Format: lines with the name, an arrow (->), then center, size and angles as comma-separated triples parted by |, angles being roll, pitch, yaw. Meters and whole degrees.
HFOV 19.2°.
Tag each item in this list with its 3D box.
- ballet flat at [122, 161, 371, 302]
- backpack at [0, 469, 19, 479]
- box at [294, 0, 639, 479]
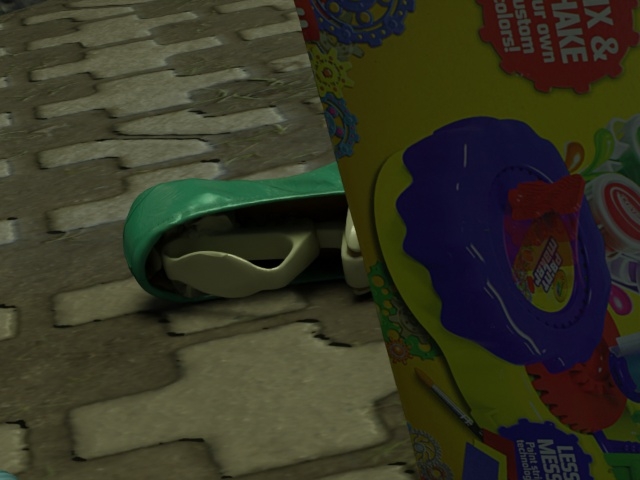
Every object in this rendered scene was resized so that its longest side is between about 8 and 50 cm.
ballet flat -> 0.000, 0.000, 1.131 | 0.247, 0.083, 0.087 | -7, 40, 12
backpack -> -0.090, 0.146, 0.468 | 0.144, 0.165, 0.188 | 8, 19, 23
box -> 0.142, -0.052, 0.713 | 0.177, 0.290, 0.279 | -2, 28, 24
